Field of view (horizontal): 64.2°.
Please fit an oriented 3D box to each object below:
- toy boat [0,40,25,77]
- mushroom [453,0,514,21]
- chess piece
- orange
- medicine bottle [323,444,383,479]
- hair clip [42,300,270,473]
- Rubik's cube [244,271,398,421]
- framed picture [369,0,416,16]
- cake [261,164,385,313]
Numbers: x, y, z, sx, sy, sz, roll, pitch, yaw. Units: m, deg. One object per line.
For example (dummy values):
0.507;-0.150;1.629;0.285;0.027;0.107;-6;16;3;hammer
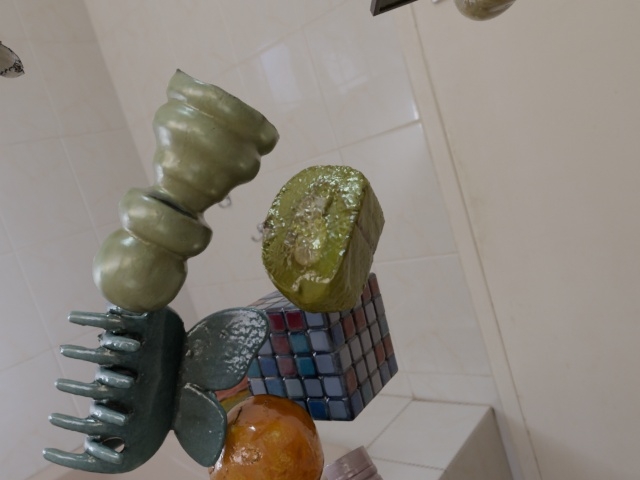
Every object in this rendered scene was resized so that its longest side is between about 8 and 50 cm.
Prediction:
-0.603;-0.338;0.946;0.066;0.084;0.210;21;2;-6;toy boat
0.203;-0.338;0.590;0.123;0.154;0.154;8;-4;-24;mushroom
-0.210;-0.054;0.739;0.330;0.183;0.182;-62;14;-3;chess piece
-0.117;0.451;1.073;0.246;0.245;0.246;-17;7;2;orange
0.118;0.669;1.300;0.133;0.249;0.133;-26;-24;-13;medicine bottle
-0.336;0.258;0.955;0.393;0.317;0.238;4;-9;27;hair clip
-0.007;0.263;1.298;0.287;0.291;0.293;-10;5;32;Rubik's cube
0.186;-0.604;1.189;0.128;0.023;0.168;-22;-11;-7;framed picture
0.000;0.000;0.931;0.179;0.260;0.156;8;-25;30;cake
